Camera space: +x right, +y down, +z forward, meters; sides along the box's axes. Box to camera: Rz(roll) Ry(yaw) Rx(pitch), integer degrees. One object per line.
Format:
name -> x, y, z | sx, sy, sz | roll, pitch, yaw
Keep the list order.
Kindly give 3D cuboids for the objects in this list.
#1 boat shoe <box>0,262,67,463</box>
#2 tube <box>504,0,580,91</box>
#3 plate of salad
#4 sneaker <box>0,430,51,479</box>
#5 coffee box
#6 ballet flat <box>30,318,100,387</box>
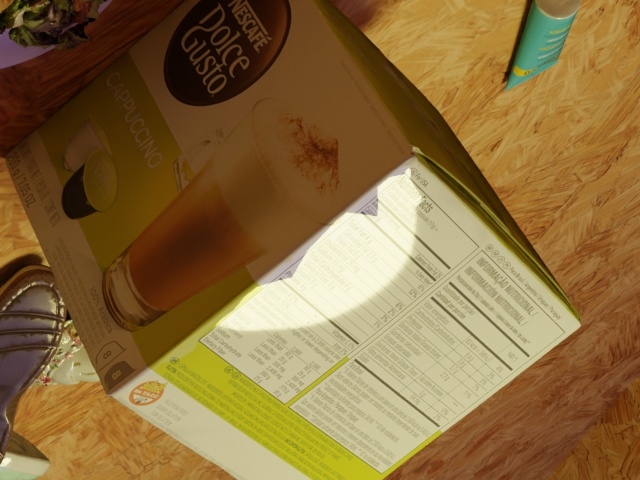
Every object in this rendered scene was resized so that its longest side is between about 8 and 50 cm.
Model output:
boat shoe -> -0.349, 0.125, 2.011 | 0.095, 0.095, 0.257 | 19, 110, -28
tube -> 0.264, -0.239, 2.237 | 0.080, 0.052, 0.207 | -25, 163, -11
plate of salad -> -0.228, -0.201, 1.541 | 0.200, 0.048, 0.200 | -31, 158, -14
sneaker -> -0.429, 0.281, 2.144 | 0.256, 0.094, 0.151 | 13, 108, -52
coffee box -> -0.025, -0.004, 1.747 | 0.334, 0.337, 0.338 | -39, 138, 9
ballet flat -> -0.245, 0.112, 2.145 | 0.241, 0.077, 0.091 | -31, 160, -11
